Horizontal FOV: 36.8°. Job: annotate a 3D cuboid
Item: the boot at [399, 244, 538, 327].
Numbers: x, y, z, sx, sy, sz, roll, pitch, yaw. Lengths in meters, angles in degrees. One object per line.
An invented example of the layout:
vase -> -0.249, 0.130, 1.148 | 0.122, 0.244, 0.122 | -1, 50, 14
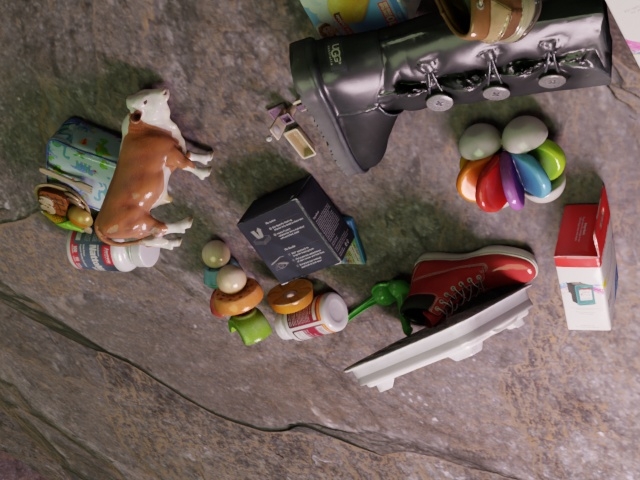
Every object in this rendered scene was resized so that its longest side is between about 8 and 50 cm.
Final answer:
boot -> 0.274, 0.096, 1.779 | 0.244, 0.176, 0.088 | -6, 126, 27

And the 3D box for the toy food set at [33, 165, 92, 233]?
toy food set -> -0.522, -0.068, 1.946 | 0.132, 0.038, 0.192 | 22, 149, -1

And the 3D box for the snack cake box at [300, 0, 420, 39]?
snack cake box -> 0.023, -0.426, 1.412 | 0.152, 0.089, 0.264 | -11, 128, 32

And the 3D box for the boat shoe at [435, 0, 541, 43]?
boat shoe -> 0.165, -0.397, 1.240 | 0.324, 0.120, 0.122 | 64, 149, 14

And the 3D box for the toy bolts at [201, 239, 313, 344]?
toy bolts -> -0.151, 0.077, 1.993 | 0.228, 0.218, 0.158 | 24, 137, 53

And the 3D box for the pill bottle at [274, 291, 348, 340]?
pill bottle -> -0.023, 0.166, 2.056 | 0.152, 0.086, 0.086 | -18, 124, 37

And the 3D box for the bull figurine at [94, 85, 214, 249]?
bull figurine -> -0.309, -0.127, 1.792 | 0.189, 0.101, 0.310 | 20, 96, -15

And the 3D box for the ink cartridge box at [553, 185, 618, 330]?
ink cartridge box -> 0.459, 0.031, 1.659 | 0.078, 0.134, 0.231 | 0, 133, 25

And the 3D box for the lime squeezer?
lime squeezer -> 0.137, 0.131, 1.944 | 0.059, 0.109, 0.310 | 16, 174, -21

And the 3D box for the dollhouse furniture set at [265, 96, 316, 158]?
dollhouse furniture set -> -0.042, -0.181, 1.703 | 0.091, 0.081, 0.114 | -17, 125, 37

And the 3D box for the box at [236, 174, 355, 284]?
box -> -0.046, -0.019, 1.847 | 0.156, 0.093, 0.158 | -22, 114, 35

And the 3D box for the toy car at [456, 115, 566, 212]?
toy car -> 0.309, -0.108, 1.580 | 0.182, 0.136, 0.159 | -7, 130, 30

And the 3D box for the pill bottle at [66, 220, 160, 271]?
pill bottle -> -0.444, 0.013, 2.070 | 0.180, 0.108, 0.108 | 2, 134, 22

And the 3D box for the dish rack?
dish rack -> 0.234, 0.193, 1.827 | 0.333, 0.286, 0.072 | -31, 82, 42

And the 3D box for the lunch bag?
lunch bag -> -0.438, -0.136, 1.924 | 0.219, 0.090, 0.176 | 20, 138, 4

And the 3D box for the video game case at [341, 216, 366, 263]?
video game case -> 0.000, 0.000, 1.925 | 0.166, 0.015, 0.119 | 1, 134, 24

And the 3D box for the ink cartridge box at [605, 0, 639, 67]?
ink cartridge box -> 0.525, -0.303, 1.288 | 0.207, 0.119, 0.353 | -17, 124, 33

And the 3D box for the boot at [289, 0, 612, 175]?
boot -> 0.217, -0.242, 1.477 | 0.445, 0.146, 0.367 | -13, 164, 12
